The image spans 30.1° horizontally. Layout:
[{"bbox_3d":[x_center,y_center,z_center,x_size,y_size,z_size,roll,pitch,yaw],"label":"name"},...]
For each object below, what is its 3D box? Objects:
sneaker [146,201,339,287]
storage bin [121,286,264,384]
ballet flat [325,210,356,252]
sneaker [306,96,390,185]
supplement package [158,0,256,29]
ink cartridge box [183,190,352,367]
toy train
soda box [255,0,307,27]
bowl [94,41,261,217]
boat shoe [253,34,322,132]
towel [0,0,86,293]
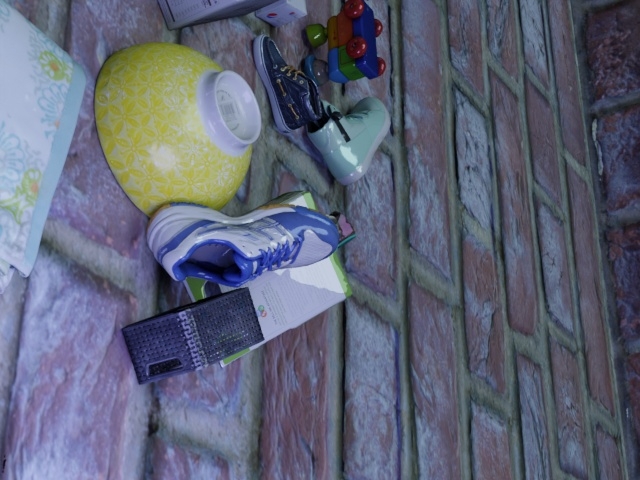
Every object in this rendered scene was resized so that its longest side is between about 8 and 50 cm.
[{"bbox_3d":[-0.102,0.022,1.732,0.296,0.112,0.131,-1,36,-22],"label":"sneaker"},{"bbox_3d":[-0.176,0.131,1.662,0.180,0.122,0.084,-21,93,-61],"label":"storage bin"},{"bbox_3d":[0.000,0.000,2.100,0.079,0.077,0.221,50,27,-2],"label":"ballet flat"},{"bbox_3d":[0.051,-0.238,2.281,0.151,0.094,0.256,53,33,-26],"label":"sneaker"},{"bbox_3d":[-0.165,-0.483,1.985,0.262,0.145,0.204,-32,103,-61],"label":"supplement package"},{"bbox_3d":[-0.103,0.057,1.875,0.255,0.097,0.188,-28,102,-26],"label":"ink cartridge box"},{"bbox_3d":[0.037,-0.418,2.300,0.105,0.143,0.248,35,46,-56],"label":"toy train"},{"bbox_3d":[-0.084,-0.513,2.212,0.069,0.074,0.216,18,60,-56],"label":"soda box"},{"bbox_3d":[-0.183,-0.176,1.780,0.289,0.156,0.289,36,45,-48],"label":"bowl"},{"bbox_3d":[-0.055,-0.291,2.134,0.065,0.083,0.183,-22,94,-61],"label":"boat shoe"},{"bbox_3d":[-0.436,-0.160,1.405,0.320,0.090,0.374,44,39,-42],"label":"towel"}]
